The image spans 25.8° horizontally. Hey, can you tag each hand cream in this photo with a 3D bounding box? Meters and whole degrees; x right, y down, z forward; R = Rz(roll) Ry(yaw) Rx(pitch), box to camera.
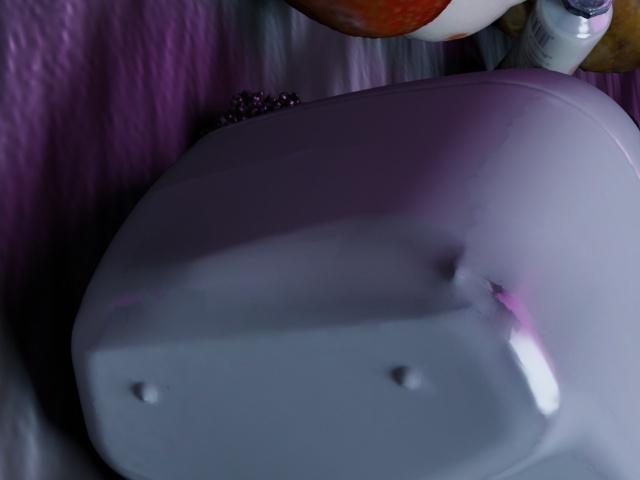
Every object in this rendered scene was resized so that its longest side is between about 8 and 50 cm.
[{"bbox_3d":[0.156,-0.129,1.003,0.234,0.050,0.080,117,-28,-73],"label":"hand cream"}]

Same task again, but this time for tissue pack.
[{"bbox_3d":[0.059,0.094,0.596,0.236,0.229,0.333,-50,127,-55],"label":"tissue pack"}]

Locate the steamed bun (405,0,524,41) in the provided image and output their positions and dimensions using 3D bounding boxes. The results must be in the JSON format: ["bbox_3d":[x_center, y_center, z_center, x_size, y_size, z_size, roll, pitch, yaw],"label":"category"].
[{"bbox_3d":[0.091,-0.239,0.922,0.177,0.130,0.228,56,32,-45],"label":"steamed bun"}]

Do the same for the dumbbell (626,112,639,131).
[{"bbox_3d":[0.368,-0.031,1.194,0.204,0.322,0.204,37,47,-55],"label":"dumbbell"}]

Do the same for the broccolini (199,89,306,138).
[{"bbox_3d":[-0.002,0.001,0.742,0.067,0.058,0.216,-45,141,-12],"label":"broccolini"}]

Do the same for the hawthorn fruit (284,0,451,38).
[{"bbox_3d":[-0.003,-0.193,0.715,0.203,0.162,0.163,9,71,-45],"label":"hawthorn fruit"}]

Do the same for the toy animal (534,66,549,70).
[{"bbox_3d":[0.177,0.035,0.977,0.363,0.180,0.181,39,35,-23],"label":"toy animal"}]

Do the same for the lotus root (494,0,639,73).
[{"bbox_3d":[0.218,-0.218,1.124,0.291,0.193,0.193,-3,83,-67],"label":"lotus root"}]
